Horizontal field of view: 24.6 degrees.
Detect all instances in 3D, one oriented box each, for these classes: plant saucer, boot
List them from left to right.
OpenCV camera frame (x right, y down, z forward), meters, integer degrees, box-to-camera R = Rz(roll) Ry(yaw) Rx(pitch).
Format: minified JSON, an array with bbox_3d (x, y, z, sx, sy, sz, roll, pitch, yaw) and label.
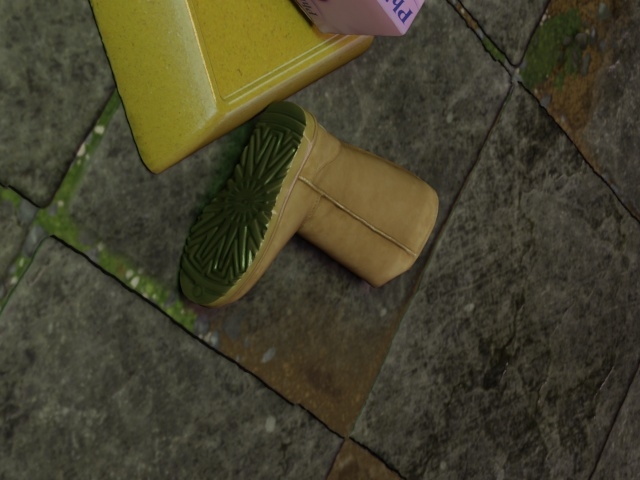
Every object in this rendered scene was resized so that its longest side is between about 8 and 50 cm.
[{"bbox_3d":[-0.072,-0.275,1.435,0.333,0.081,0.332,-35,121,-37],"label":"plant saucer"},{"bbox_3d":[0.000,0.000,1.551,0.269,0.089,0.236,31,90,-52],"label":"boot"}]

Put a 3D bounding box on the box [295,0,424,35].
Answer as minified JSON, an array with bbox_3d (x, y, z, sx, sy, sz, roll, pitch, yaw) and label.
[{"bbox_3d":[0.039,-0.355,1.392,0.213,0.117,0.243,47,65,-39],"label":"box"}]
